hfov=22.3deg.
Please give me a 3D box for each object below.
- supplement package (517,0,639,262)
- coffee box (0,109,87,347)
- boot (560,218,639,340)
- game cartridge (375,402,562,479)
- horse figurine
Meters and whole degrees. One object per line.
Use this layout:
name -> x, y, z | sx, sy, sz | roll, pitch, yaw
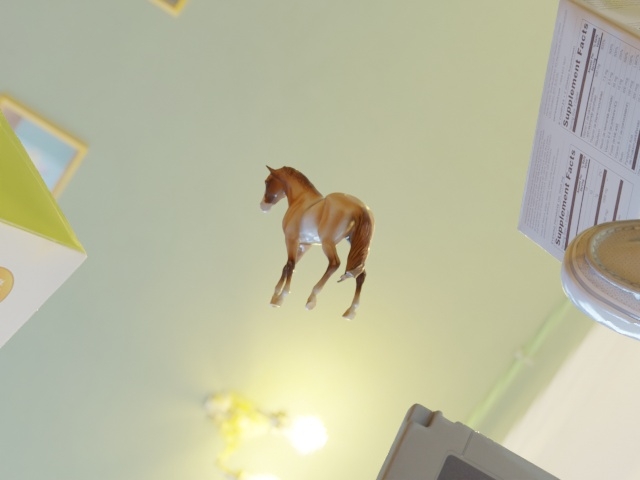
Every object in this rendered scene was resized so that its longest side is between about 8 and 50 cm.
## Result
supplement package -> 0.314, -0.081, 1.279 | 0.145, 0.261, 0.204 | 44, -47, 52
coffee box -> -0.458, -0.036, 1.272 | 0.334, 0.337, 0.338 | -44, -124, 14
boot -> 0.277, 0.008, 0.986 | 0.123, 0.258, 0.095 | 83, 20, -54
game cartridge -> 0.172, 0.299, 1.483 | 0.196, 0.294, 0.060 | -61, -177, -36
horse figurine -> 0.000, 0.000, 1.939 | 0.263, 0.066, 0.174 | 5, -101, 60
